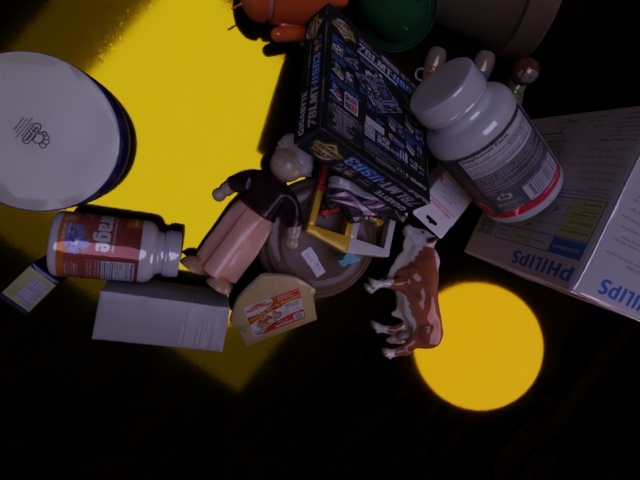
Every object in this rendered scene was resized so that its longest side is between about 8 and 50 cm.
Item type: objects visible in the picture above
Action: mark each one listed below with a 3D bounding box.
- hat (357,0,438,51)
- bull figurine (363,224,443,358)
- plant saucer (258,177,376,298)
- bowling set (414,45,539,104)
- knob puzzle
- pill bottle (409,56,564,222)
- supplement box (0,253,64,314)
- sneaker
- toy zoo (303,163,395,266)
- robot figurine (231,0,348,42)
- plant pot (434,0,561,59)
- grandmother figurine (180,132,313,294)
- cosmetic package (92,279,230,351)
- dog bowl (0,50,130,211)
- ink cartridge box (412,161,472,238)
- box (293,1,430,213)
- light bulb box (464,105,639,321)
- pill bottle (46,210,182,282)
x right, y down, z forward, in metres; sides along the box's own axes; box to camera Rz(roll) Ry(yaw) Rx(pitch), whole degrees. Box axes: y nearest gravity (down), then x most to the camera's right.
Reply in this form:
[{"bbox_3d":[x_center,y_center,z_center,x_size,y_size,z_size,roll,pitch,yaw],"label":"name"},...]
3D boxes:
[{"bbox_3d":[0.094,-0.457,0.800,0.184,0.173,0.208,-28,84,-49],"label":"hat"},{"bbox_3d":[0.204,0.124,1.010,0.189,0.101,0.310,-15,101,-8],"label":"bull figurine"},{"bbox_3d":[0.000,0.000,0.962,0.278,0.041,0.277,-3,102,-15],"label":"plant saucer"},{"bbox_3d":[0.350,-0.306,0.925,0.287,0.200,0.154,18,96,-14],"label":"bowling set"},{"bbox_3d":[-0.104,0.132,0.931,0.213,0.030,0.213,-13,133,-15],"label":"knob puzzle"},{"bbox_3d":[0.320,-0.190,0.844,0.319,0.176,0.176,39,88,-28],"label":"pill bottle"},{"bbox_3d":[-0.528,0.080,0.808,0.083,0.083,0.056,-46,107,-4],"label":"supplement box"},{"bbox_3d":[0.086,-0.065,0.883,0.178,0.072,0.077,21,89,-8],"label":"sneaker"},{"bbox_3d":[0.078,-0.086,0.927,0.193,0.030,0.293,18,77,-17],"label":"toy zoo"},{"bbox_3d":[-0.059,-0.470,0.813,0.220,0.128,0.158,-4,142,-15],"label":"robot figurine"},{"bbox_3d":[0.331,-0.516,0.866,0.230,0.263,0.262,9,98,0],"label":"plant pot"},{"bbox_3d":[-0.123,-0.058,0.866,0.208,0.104,0.342,34,94,-1],"label":"grandmother figurine"},{"bbox_3d":[-0.307,0.142,0.859,0.238,0.127,0.107,8,98,-15],"label":"cosmetic package"},{"bbox_3d":[-0.483,-0.184,0.761,0.265,0.104,0.264,-3,101,-15],"label":"dog bowl"},{"bbox_3d":[0.289,-0.107,1.009,0.104,0.061,0.181,39,88,-18],"label":"ink cartridge box"},{"bbox_3d":[0.090,-0.237,0.808,0.296,0.073,0.293,25,56,-38],"label":"box"},{"bbox_3d":[0.562,-0.065,0.937,0.225,0.358,0.360,22,95,-16],"label":"light bulb box"},{"bbox_3d":[-0.378,0.015,0.815,0.216,0.121,0.121,6,98,-22],"label":"pill bottle"}]
